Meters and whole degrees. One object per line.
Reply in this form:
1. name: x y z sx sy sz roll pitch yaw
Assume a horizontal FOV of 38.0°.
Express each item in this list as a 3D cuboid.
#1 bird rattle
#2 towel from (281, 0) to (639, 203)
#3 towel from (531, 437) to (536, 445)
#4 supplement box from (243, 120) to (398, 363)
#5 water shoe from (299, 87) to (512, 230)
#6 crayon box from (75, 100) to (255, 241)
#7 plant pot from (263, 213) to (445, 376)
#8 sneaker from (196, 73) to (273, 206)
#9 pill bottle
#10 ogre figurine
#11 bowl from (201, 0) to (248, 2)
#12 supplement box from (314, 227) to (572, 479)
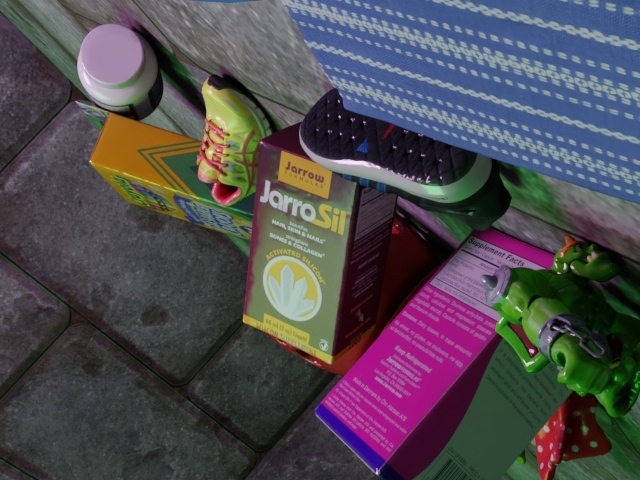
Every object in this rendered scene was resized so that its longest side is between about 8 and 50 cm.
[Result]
1. bird rattle: 0.204 0.186 1.087 0.206 0.143 0.253 63 160 9
2. towel: 0.052 -0.131 0.388 0.243 0.040 0.336 24 165 33
3. towel: 0.230 0.194 1.345 0.282 0.049 0.187 35 168 36
4. supplement box: 0.000 0.000 0.831 0.104 0.081 0.188 22 121 26
5. water shoe: 0.057 -0.058 0.708 0.080 0.073 0.203 45 173 -39
6. crayon box: -0.191 -0.085 1.341 0.323 0.083 0.203 19 169 8
7. plant pot: 0.049 0.064 0.993 0.174 0.191 0.191 36 171 22
8. sneaker: -0.111 -0.111 1.124 0.081 0.094 0.208 39 160 30
9. pill bottle: -0.274 -0.231 1.274 0.108 0.108 0.180 42 172 -1
10. ogre figurine: 0.182 0.063 0.633 0.197 0.096 0.118 -11 -139 -40
11. bowl: -0.123 -0.204 0.233 0.391 0.077 0.391 28 168 7
12. supplement box: 0.121 0.111 0.772 0.111 0.220 0.114 48 172 -32
